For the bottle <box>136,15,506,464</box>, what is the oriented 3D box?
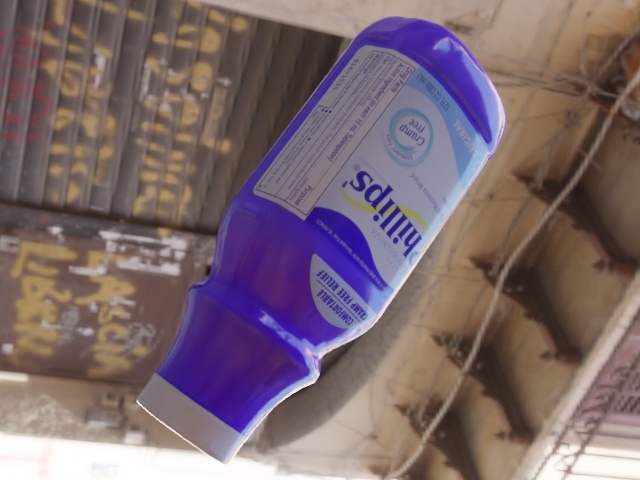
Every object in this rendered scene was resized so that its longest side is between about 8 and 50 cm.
[{"bbox_3d":[0.000,0.000,0.573,0.092,0.118,0.283,22,-109,48],"label":"bottle"}]
